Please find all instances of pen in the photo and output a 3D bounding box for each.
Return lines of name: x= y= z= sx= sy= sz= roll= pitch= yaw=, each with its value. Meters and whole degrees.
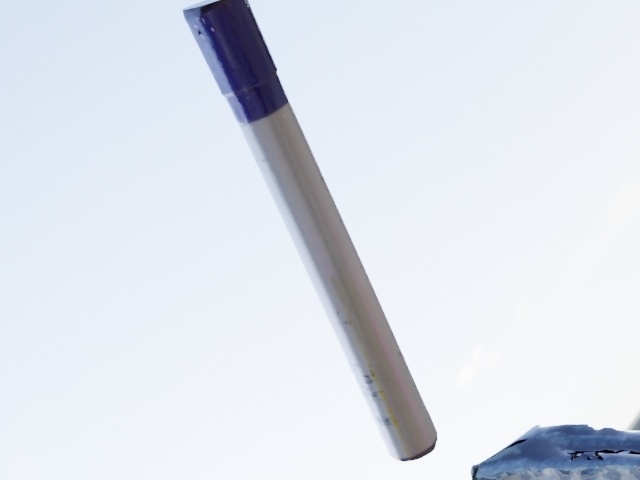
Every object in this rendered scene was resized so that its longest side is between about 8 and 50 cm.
pen: x=0.000 y=0.000 z=0.632 sx=0.033 sy=0.033 sz=0.269 roll=-38 pitch=-68 yaw=-35

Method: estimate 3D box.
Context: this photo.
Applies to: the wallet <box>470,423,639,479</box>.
wallet: x=0.204 y=0.119 z=0.261 sx=0.046 sy=0.191 sz=0.379 roll=-32 pitch=13 yaw=-35
